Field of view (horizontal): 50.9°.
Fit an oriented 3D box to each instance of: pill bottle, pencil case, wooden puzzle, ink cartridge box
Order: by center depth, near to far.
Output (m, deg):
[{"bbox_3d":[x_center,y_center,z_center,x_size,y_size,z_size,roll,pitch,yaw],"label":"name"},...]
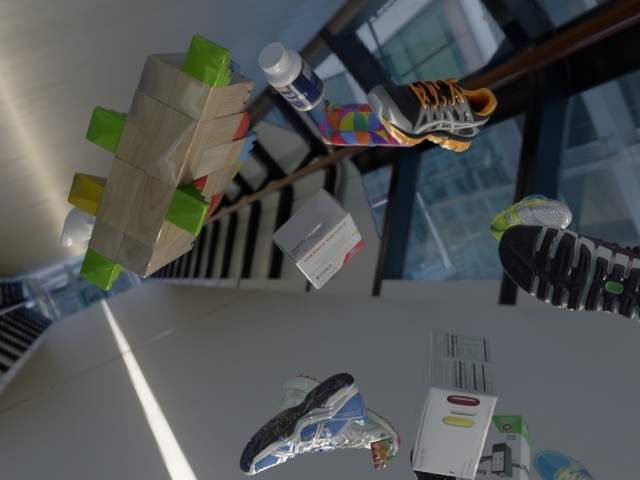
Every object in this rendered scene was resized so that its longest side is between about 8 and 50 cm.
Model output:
[{"bbox_3d":[0.000,0.000,1.203,0.127,0.072,0.175,-43,158,-4],"label":"ink cartridge box"},{"bbox_3d":[0.133,0.447,1.430,0.050,0.083,0.006,-12,-164,-6],"label":"wooden puzzle"},{"bbox_3d":[0.105,-0.254,1.454,0.237,0.104,0.104,12,-152,40],"label":"pencil case"},{"bbox_3d":[-0.069,-0.380,1.556,0.094,0.094,0.169,-22,149,22],"label":"pill bottle"},{"bbox_3d":[0.565,0.729,2.199,0.211,0.121,0.289,-9,-134,27],"label":"ink cartridge box"}]

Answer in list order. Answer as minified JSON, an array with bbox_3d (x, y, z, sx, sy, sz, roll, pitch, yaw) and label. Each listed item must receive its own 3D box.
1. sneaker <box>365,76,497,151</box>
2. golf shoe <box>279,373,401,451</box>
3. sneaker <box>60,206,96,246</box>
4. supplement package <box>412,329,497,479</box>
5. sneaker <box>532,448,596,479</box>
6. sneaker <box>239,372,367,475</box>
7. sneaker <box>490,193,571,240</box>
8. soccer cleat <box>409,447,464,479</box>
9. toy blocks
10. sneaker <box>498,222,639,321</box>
[{"bbox_3d":[0.142,-0.172,0.853,0.215,0.084,0.083,-3,148,-45],"label":"sneaker"},{"bbox_3d":[0.038,0.426,1.510,0.115,0.306,0.140,-50,-166,49],"label":"golf shoe"},{"bbox_3d":[-0.503,-0.039,1.520,0.094,0.080,0.212,18,-157,3],"label":"sneaker"},{"bbox_3d":[0.303,0.377,1.554,0.145,0.261,0.204,7,-149,5],"label":"supplement package"},{"bbox_3d":[0.743,0.702,1.915,0.127,0.319,0.208,-50,149,-6],"label":"sneaker"},{"bbox_3d":[-0.022,0.287,0.995,0.211,0.081,0.080,-33,-168,-5],"label":"sneaker"},{"bbox_3d":[0.466,-0.067,1.439,0.126,0.091,0.240,-40,-171,-21],"label":"sneaker"},{"bbox_3d":[0.367,0.707,1.924,0.108,0.318,0.116,-45,179,-9],"label":"soccer cleat"},{"bbox_3d":[-0.193,-0.125,0.998,0.381,0.191,0.261,-65,172,22],"label":"toy blocks"},{"bbox_3d":[0.403,0.042,0.941,0.282,0.106,0.163,23,-157,32],"label":"sneaker"}]
